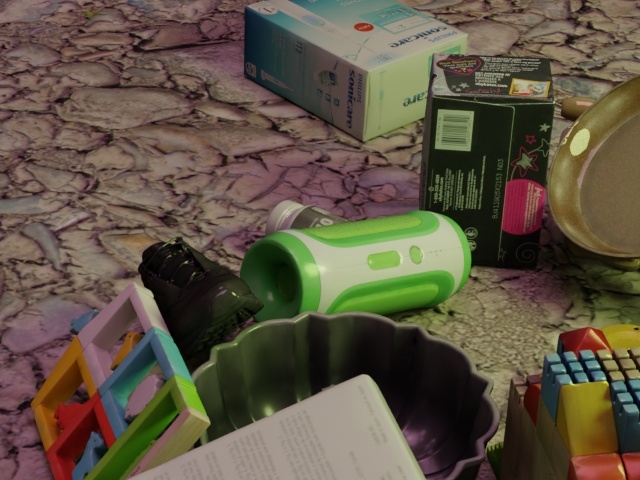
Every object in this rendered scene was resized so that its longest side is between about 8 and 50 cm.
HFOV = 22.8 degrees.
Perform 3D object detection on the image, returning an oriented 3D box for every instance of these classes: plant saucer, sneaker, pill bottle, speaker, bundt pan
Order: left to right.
[{"bbox_3d":[-0.153,0.059,1.800,0.109,0.130,0.286,-33,6,-17],"label":"sneaker"},{"bbox_3d":[0.000,0.000,2.059,0.137,0.078,0.078,24,38,32],"label":"pill bottle"},{"bbox_3d":[0.022,0.215,1.673,0.330,0.124,0.331,1,31,0],"label":"bundt pan"},{"bbox_3d":[0.047,0.035,1.910,0.296,0.131,0.131,-9,30,-44],"label":"speaker"},{"bbox_3d":[0.434,-0.094,1.983,0.310,0.050,0.311,-23,42,22],"label":"plant saucer"}]

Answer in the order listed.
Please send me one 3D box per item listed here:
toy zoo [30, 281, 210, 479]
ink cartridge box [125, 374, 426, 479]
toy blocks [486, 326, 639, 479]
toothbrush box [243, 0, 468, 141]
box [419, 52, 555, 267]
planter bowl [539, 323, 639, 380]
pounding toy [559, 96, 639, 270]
[{"bbox_3d":[-0.224,0.171,1.692,0.030,0.192,0.293,32,14,-35],"label":"toy zoo"},{"bbox_3d":[-0.068,0.317,1.387,0.385,0.091,0.308,-25,43,-2],"label":"ink cartridge box"},{"bbox_3d":[0.269,0.223,1.543,0.190,0.261,0.381,-4,32,-9],"label":"toy blocks"},{"bbox_3d":[0.051,-0.291,2.487,0.216,0.126,0.295,-23,41,-34],"label":"toothbrush box"},{"bbox_3d":[0.214,-0.107,2.082,0.163,0.247,0.142,3,30,3],"label":"box"},{"bbox_3d":[0.351,0.158,1.814,0.217,0.090,0.217,1,32,-1],"label":"planter bowl"},{"bbox_3d":[0.406,-0.079,2.150,0.154,0.155,0.270,-3,62,12],"label":"pounding toy"}]
